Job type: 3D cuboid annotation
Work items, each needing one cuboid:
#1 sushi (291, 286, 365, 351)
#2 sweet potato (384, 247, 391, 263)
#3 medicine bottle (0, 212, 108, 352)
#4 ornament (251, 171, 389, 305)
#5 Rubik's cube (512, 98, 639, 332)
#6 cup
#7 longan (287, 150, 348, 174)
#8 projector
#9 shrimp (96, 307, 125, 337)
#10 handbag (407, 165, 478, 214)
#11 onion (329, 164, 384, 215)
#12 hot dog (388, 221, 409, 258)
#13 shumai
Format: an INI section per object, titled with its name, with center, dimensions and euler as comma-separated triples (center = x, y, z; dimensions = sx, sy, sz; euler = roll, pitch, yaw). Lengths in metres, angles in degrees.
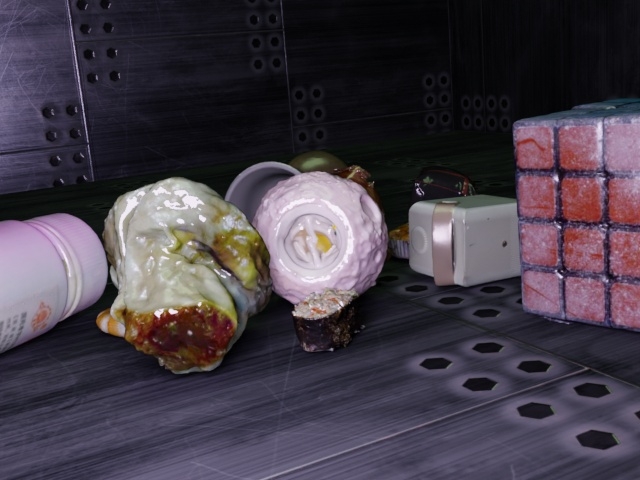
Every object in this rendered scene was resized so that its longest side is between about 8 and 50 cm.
[sushi]
center = 0.012, 0.126, 1.319
dimensions = 0.090, 0.078, 0.150
euler = 2, 15, 29
[sweet potato]
center = -0.037, 0.038, 1.661
dimensions = 0.359, 0.112, 0.112
euler = -2, 13, 2
[medicine bottle]
center = -0.566, 0.082, 1.395
dimensions = 0.219, 0.219, 0.388
euler = 1, 15, 24
[ornament]
center = 0.000, 0.000, 1.490
dimensions = 0.259, 0.259, 0.225
euler = -3, 1, 7
[Rubik's cube]
center = 0.551, -0.055, 1.327
dimensions = 0.337, 0.344, 0.344
euler = -15, 17, -41
[cup]
center = -0.040, -0.057, 1.891
dimensions = 0.301, 0.227, 0.257
euler = 20, 10, 17
[longan]
center = -0.013, -0.169, 2.383
dimensions = 0.220, 0.197, 0.196
euler = -11, 13, -1
[projector]
center = 0.297, -0.005, 1.610
dimensions = 0.242, 0.163, 0.177
euler = -9, 12, -30
[shrimp]
center = -0.319, 0.141, 1.469
dimensions = 0.161, 0.049, 0.166
euler = 0, 6, 26
[handbag]
center = 0.319, -0.105, 2.067
dimensions = 0.169, 0.155, 0.215
euler = 12, 14, 8
[onion]
center = 0.069, -0.123, 2.149
dimensions = 0.230, 0.163, 0.230
euler = 14, 21, -5
[hot dog]
center = 0.265, -0.015, 1.860
dimensions = 0.144, 0.075, 0.268
euler = 4, 12, 42
[shumai]
center = -0.235, 0.095, 1.264
dimensions = 0.304, 0.309, 0.263
euler = -32, 29, 34
